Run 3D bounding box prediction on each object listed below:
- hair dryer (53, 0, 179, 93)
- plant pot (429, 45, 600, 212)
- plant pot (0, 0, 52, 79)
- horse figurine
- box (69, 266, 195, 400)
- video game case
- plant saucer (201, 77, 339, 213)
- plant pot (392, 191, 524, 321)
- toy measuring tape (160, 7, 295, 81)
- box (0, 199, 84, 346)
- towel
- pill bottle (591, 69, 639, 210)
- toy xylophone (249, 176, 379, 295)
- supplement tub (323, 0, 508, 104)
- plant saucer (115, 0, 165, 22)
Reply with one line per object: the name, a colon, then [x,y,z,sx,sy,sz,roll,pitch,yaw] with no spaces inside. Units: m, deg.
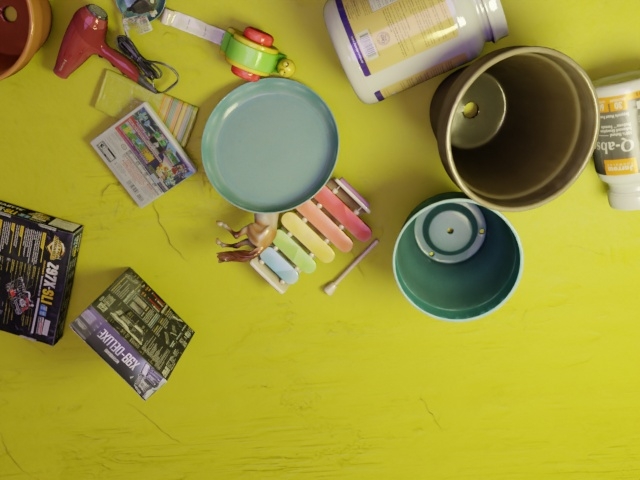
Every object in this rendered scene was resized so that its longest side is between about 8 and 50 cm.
hair dryer: [-0.484,-0.425,1.759,0.293,0.080,0.224,-6,109,16]
plant pot: [0.363,-0.253,1.610,0.323,0.280,0.323,-4,110,-11]
plant pot: [-0.731,-0.499,1.712,0.290,0.203,0.291,1,107,5]
horse figurine: [-0.152,-0.056,1.801,0.174,0.066,0.263,13,77,19]
box: [-0.436,0.211,1.843,0.076,0.307,0.242,-41,99,12]
video game case: [-0.422,-0.202,1.849,0.183,0.023,0.201,-30,104,21]
plant saucer: [-0.112,-0.213,1.763,0.317,0.044,0.318,-1,80,7]
plant pot: [0.299,0.010,1.732,0.271,0.255,0.272,2,107,6]
toy measuring tape: [-0.211,-0.439,1.723,0.330,0.121,0.121,23,108,-1]
box: [-0.757,0.081,1.960,0.257,0.079,0.322,16,108,-1]
towel: [-0.411,-0.313,1.833,0.237,0.021,0.102,23,102,0]
pill bottle: [0.670,-0.216,1.673,0.162,0.162,0.278,-13,105,10]
toy xylophone: [0.000,0.000,1.852,0.236,0.081,0.323,36,107,-6]
supplement tub: [0.196,-0.451,1.609,0.331,0.241,0.241,-22,103,12]
plant saucer: [-0.406,-0.555,1.755,0.119,0.021,0.119,2,107,6]
